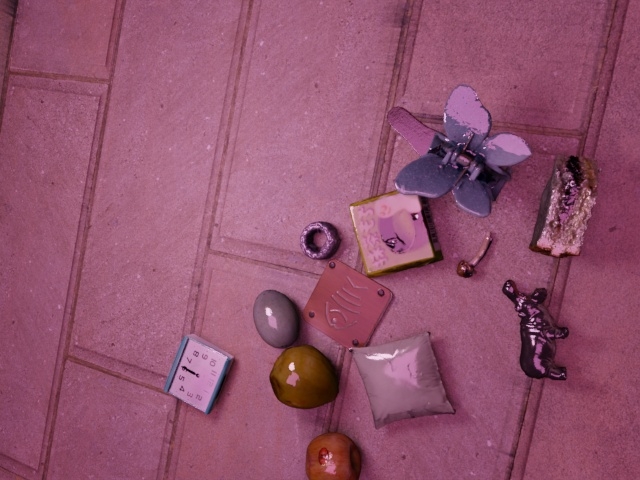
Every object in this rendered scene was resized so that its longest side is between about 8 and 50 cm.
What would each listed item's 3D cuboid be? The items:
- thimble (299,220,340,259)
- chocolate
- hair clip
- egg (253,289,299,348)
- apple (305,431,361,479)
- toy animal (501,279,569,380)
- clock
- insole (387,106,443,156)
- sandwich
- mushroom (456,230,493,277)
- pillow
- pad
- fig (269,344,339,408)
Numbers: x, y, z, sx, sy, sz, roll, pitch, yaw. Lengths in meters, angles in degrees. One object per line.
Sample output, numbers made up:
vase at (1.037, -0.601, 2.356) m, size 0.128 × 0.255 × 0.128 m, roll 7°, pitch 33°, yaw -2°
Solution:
thimble at (-0.002, 0.002, 1.759) m, size 0.150 × 0.098 × 0.150 m, roll 0°, pitch 89°, yaw 19°
chocolate at (0.263, -0.033, 1.652) m, size 0.289 × 0.137 × 0.300 m, roll -16°, pitch 84°, yaw 17°
hair clip at (0.482, -0.254, 1.524) m, size 0.318 × 0.238 × 0.392 m, roll 33°, pitch 97°, yaw 13°
egg at (-0.172, 0.304, 1.772) m, size 0.169 × 0.169 × 0.236 m, roll -22°, pitch 84°, yaw 17°
apple at (0.045, 0.817, 1.675) m, size 0.188 × 0.211 × 0.211 m, roll -17°, pitch 84°, yaw 18°
toy animal at (0.726, 0.288, 1.518) m, size 0.168 × 0.106 × 0.343 m, roll -14°, pitch 79°, yaw 24°
clock at (-0.501, 0.551, 1.915) m, size 0.231 × 0.116 × 0.262 m, roll 23°, pitch 98°, yaw 12°
insole at (0.376, -0.382, 1.688) m, size 0.328 × 0.007 × 0.111 m, roll 43°, pitch 101°, yaw 14°
sandwich at (0.760, -0.107, 1.425) m, size 0.131 × 0.262 × 0.325 m, roll 16°, pitch 94°, yaw 19°
mushroom at (0.548, 0.052, 1.609) m, size 0.060 × 0.061 × 0.187 m, roll 38°, pitch 89°, yaw 1°
pillow at (0.291, 0.503, 1.646) m, size 0.312 × 0.119 × 0.310 m, roll -19°, pitch 87°, yaw 17°
pad at (0.097, 0.253, 1.767) m, size 0.287 × 0.018 × 0.284 m, roll 30°, pitch 99°, yaw 18°
fig at (-0.052, 0.517, 1.703) m, size 0.271 × 0.239 × 0.239 m, roll 29°, pitch 99°, yaw -5°
